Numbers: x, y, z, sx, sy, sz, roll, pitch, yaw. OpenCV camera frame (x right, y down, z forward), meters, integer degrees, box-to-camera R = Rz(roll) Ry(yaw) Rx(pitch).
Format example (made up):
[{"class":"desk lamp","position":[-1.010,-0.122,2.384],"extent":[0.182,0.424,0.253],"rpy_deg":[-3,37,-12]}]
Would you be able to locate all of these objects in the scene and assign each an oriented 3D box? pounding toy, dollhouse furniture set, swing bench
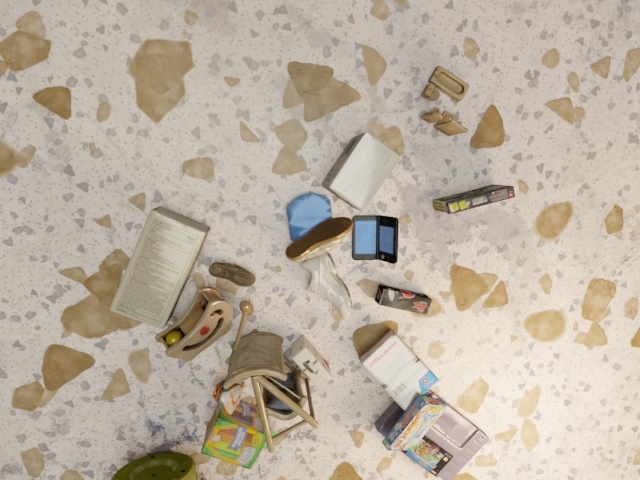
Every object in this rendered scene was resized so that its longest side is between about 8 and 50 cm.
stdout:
[{"class":"pounding toy","position":[-0.313,0.242,1.140],"extent":[0.270,0.155,0.154],"rpy_deg":[-37,142,-22]},{"class":"dollhouse furniture set","position":[0.376,-0.409,1.158],"extent":[0.144,0.123,0.151],"rpy_deg":[28,96,-11]},{"class":"swing bench","position":[-0.144,0.411,1.175],"extent":[0.165,0.253,0.254],"rpy_deg":[-29,103,-2]}]

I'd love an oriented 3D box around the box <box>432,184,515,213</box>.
[{"class":"box","position":[0.464,-0.128,1.226],"extent":[0.207,0.114,0.036],"rpy_deg":[-15,101,-5]}]

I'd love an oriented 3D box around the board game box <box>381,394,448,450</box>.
[{"class":"board game box","position":[0.301,0.583,1.279],"extent":[0.136,0.035,0.201],"rpy_deg":[25,103,-39]}]

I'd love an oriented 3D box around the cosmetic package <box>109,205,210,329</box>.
[{"class":"cosmetic package","position":[-0.453,0.076,1.147],"extent":[0.160,0.113,0.309],"rpy_deg":[25,95,-11]}]

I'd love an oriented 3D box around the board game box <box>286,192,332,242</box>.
[{"class":"board game box","position":[-0.031,-0.060,1.217],"extent":[0.133,0.033,0.168],"rpy_deg":[-8,100,-1]}]

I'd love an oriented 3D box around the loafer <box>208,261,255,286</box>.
[{"class":"loafer","position":[-0.264,0.095,1.208],"extent":[0.148,0.050,0.056],"rpy_deg":[25,100,-26]}]

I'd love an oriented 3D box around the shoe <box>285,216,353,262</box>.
[{"class":"shoe","position":[0.000,0.000,1.188],"extent":[0.219,0.076,0.058],"rpy_deg":[-28,144,0]}]

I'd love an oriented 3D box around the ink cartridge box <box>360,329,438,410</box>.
[{"class":"ink cartridge box","position":[0.249,0.411,1.291],"extent":[0.148,0.086,0.203],"rpy_deg":[-43,89,1]}]

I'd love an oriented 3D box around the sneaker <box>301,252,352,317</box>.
[{"class":"sneaker","position":[0.017,0.145,1.241],"extent":[0.115,0.090,0.232],"rpy_deg":[-27,93,5]}]

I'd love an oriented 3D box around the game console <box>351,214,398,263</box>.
[{"class":"game console","position":[0.167,-0.002,1.228],"extent":[0.085,0.124,0.143],"rpy_deg":[-8,103,-33]}]

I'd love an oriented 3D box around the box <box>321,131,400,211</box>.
[{"class":"box","position":[0.107,-0.193,1.134],"extent":[0.119,0.181,0.181],"rpy_deg":[33,94,-11]}]

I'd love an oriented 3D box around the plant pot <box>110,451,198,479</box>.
[{"class":"plant pot","position":[-0.486,0.854,1.189],"extent":[0.367,0.366,0.352],"rpy_deg":[-2,88,-7]}]

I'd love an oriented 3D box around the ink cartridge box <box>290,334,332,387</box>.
[{"class":"ink cartridge box","position":[-0.031,0.378,1.262],"extent":[0.056,0.099,0.135],"rpy_deg":[-38,101,2]}]

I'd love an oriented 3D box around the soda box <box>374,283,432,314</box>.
[{"class":"soda box","position":[0.265,0.190,1.289],"extent":[0.169,0.053,0.060],"rpy_deg":[13,98,-10]}]

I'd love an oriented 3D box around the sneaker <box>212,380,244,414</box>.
[{"class":"sneaker","position":[-0.284,0.460,1.196],"extent":[0.083,0.215,0.084],"rpy_deg":[19,71,1]}]

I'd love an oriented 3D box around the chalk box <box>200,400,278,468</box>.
[{"class":"chalk box","position":[-0.241,0.605,1.259],"extent":[0.213,0.132,0.132],"rpy_deg":[25,97,-11]}]

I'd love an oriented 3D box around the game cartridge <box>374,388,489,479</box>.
[{"class":"game cartridge","position":[0.386,0.665,1.390],"extent":[0.355,0.068,0.230],"rpy_deg":[40,89,-12]}]
